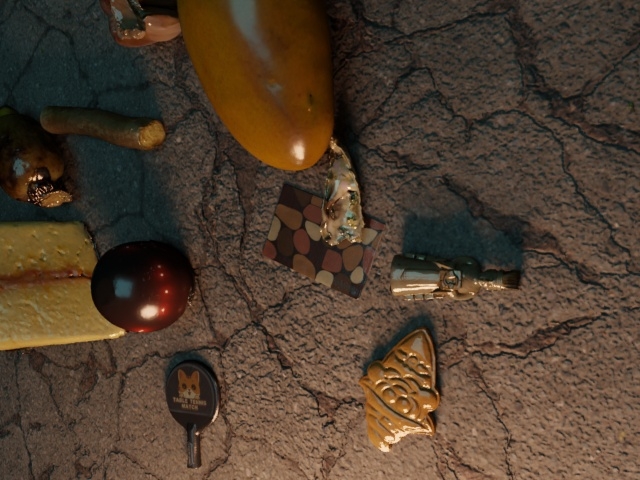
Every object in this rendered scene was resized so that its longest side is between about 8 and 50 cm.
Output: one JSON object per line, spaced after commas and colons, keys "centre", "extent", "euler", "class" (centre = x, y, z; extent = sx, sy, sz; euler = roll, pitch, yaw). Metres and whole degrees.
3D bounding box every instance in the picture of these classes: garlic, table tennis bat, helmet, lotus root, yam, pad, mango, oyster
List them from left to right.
{"centre": [-0.719, -0.202, 1.524], "extent": [0.169, 0.141, 0.314], "euler": [-44, 72, 26], "class": "lotus root"}
{"centre": [-0.512, -0.261, 1.449], "extent": [0.357, 0.081, 0.081], "euler": [11, 98, 29], "class": "yam"}
{"centre": [-0.379, -0.506, 1.294], "extent": [0.160, 0.191, 0.213], "euler": [-12, 108, 29], "class": "garlic"}
{"centre": [-0.375, 0.099, 1.338], "extent": [0.216, 0.193, 0.189], "euler": [12, 102, -15], "class": "helmet"}
{"centre": [-0.278, 0.378, 1.381], "extent": [0.150, 0.027, 0.236], "euler": [-1, 89, 28], "class": "table tennis bat"}
{"centre": [-0.103, -0.336, 1.119], "extent": [0.300, 0.232, 0.445], "euler": [-15, 97, 56], "class": "mango"}
{"centre": [0.000, 0.000, 1.222], "extent": [0.235, 0.003, 0.158], "euler": [24, 103, 25], "class": "pad"}
{"centre": [0.045, -0.086, 1.173], "extent": [0.106, 0.061, 0.199], "euler": [15, 98, 5], "class": "oyster"}

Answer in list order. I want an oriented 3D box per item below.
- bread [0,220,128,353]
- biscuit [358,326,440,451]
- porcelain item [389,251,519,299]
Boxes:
{"centre": [-0.685, 0.105, 1.559], "extent": [0.405, 0.242, 0.345], "euler": [-8, 80, -13], "class": "bread"}
{"centre": [0.146, 0.271, 1.143], "extent": [0.163, 0.035, 0.250], "euler": [22, 101, 22], "class": "biscuit"}
{"centre": [0.226, 0.065, 1.074], "extent": [0.213, 0.054, 0.084], "euler": [2, 95, 28], "class": "porcelain item"}
